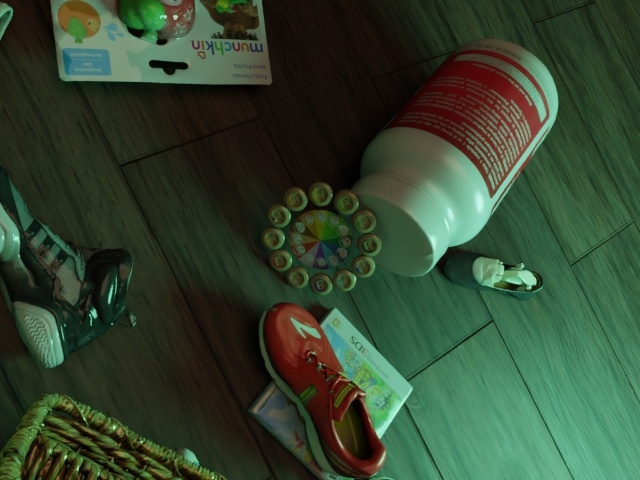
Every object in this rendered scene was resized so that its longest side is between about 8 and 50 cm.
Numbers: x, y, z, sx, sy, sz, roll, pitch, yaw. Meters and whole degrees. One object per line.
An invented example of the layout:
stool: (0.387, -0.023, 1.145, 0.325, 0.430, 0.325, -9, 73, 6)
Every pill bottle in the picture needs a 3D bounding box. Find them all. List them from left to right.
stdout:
pill bottle: (0.213, -0.140, 1.056, 0.229, 0.229, 0.407, 46, 61, -9)

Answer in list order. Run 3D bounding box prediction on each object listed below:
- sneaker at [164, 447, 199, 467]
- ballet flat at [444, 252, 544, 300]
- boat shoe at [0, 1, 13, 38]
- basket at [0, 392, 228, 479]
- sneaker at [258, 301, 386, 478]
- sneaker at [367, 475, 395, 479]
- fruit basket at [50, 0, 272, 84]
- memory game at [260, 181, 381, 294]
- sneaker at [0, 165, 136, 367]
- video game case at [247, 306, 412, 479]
sneaker: (-0.145, 0.389, 0.822, 0.126, 0.091, 0.240, 7, 72, -45)
ballet flat: (0.325, 0.061, 1.151, 0.203, 0.074, 0.074, 16, 69, -23)
boat shoe: (-0.466, -0.207, 0.803, 0.088, 0.096, 0.267, 16, 61, -18)
basket: (-0.197, 0.308, 0.622, 0.299, 0.213, 0.223, 36, 65, -16)
sneaker: (0.014, 0.205, 0.893, 0.107, 0.118, 0.279, -29, 91, -32)
sneaker: (0.193, 0.495, 0.918, 0.350, 0.148, 0.131, 47, 61, -9)
fruit basket: (-0.235, -0.410, 0.936, 0.327, 0.165, 0.353, -6, 82, -29)
memory game: (0.000, 0.000, 0.953, 0.186, 0.186, 0.012, 44, 23, -10)
sneaker: (-0.335, 0.014, 0.807, 0.153, 0.101, 0.268, -22, 93, -31)
video game case: (0.023, 0.244, 0.970, 0.193, 0.023, 0.212, 46, 61, -9)
